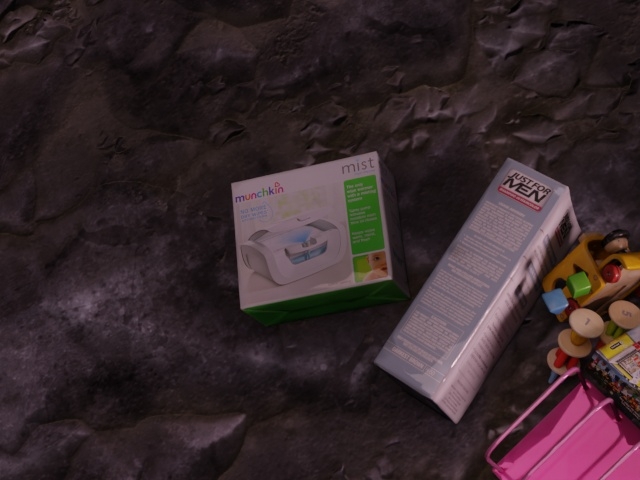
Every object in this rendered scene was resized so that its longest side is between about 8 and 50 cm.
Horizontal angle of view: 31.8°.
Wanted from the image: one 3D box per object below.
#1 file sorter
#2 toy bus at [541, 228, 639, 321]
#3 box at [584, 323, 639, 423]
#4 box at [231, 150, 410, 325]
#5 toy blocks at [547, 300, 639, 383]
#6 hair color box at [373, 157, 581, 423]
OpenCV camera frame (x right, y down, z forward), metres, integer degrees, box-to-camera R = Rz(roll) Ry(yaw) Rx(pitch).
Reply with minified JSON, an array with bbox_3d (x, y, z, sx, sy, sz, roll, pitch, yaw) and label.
[{"bbox_3d":[0.399,0.348,1.575,0.202,0.182,0.290,-44,64,0],"label":"file sorter"},{"bbox_3d":[0.422,0.038,1.680,0.202,0.191,0.104,-26,64,8],"label":"toy bus"},{"bbox_3d":[0.511,0.183,1.602,0.233,0.044,0.159,-22,57,-36],"label":"box"},{"bbox_3d":[0.000,0.000,1.873,0.262,0.127,0.231,-11,69,15],"label":"box"},{"bbox_3d":[0.407,0.161,1.693,0.123,0.148,0.054,-9,52,-20],"label":"toy blocks"},{"bbox_3d":[0.248,0.081,1.725,0.113,0.185,0.374,31,82,26],"label":"hair color box"}]
